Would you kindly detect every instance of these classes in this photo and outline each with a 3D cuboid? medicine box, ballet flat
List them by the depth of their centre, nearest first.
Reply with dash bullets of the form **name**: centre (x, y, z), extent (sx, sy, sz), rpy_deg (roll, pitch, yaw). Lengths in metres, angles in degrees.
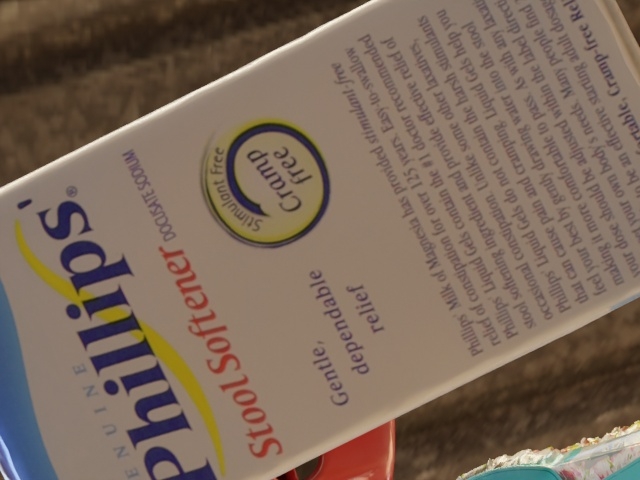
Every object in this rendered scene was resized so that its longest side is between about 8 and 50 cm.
- **medicine box**: centre (0.000, 0.000, 0.875), extent (0.289, 0.263, 0.149), rpy_deg (-27, -90, 2)
- **ballet flat**: centre (0.179, 0.158, 1.217), extent (0.077, 0.241, 0.091), rpy_deg (-4, -101, -47)

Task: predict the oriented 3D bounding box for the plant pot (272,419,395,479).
- **plant pot**: centre (-0.069, 0.105, 1.176), extent (0.174, 0.191, 0.191), rpy_deg (-7, -111, -24)
